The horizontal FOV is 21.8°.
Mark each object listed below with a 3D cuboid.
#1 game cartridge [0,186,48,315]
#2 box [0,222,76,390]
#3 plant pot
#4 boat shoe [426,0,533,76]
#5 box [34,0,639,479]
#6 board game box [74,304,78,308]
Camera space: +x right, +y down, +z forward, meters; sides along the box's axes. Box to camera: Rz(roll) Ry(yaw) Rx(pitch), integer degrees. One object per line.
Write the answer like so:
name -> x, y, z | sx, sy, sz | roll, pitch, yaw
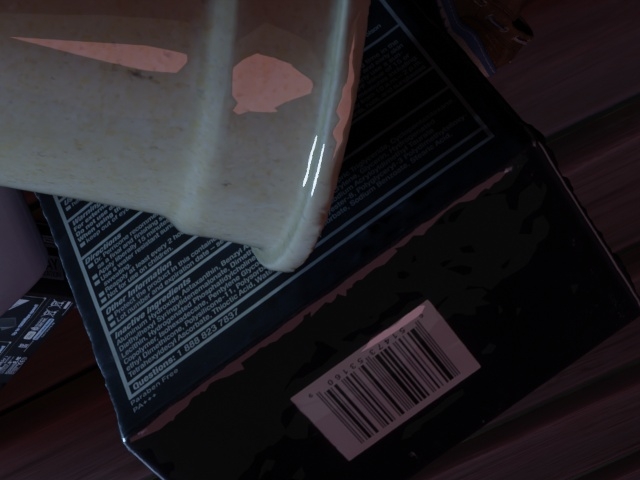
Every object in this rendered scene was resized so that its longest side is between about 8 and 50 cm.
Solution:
game cartridge -> -0.335, 0.026, 1.130 | 0.294, 0.060, 0.196 | -31, 134, -17
box -> -0.370, 0.090, 1.318 | 0.242, 0.076, 0.307 | 9, 139, -37
plant pot -> -0.157, -0.156, 0.863 | 0.306, 0.333, 0.334 | 3, 144, -13
boat shoe -> 0.108, -0.178, 1.180 | 0.066, 0.066, 0.183 | -29, 158, 7
box -> 0.000, 0.000, 1.091 | 0.296, 0.294, 0.182 | -35, 130, 5
board game box -> -0.086, -0.022, 1.313 | 0.194, 0.060, 0.194 | 1, 144, -29
